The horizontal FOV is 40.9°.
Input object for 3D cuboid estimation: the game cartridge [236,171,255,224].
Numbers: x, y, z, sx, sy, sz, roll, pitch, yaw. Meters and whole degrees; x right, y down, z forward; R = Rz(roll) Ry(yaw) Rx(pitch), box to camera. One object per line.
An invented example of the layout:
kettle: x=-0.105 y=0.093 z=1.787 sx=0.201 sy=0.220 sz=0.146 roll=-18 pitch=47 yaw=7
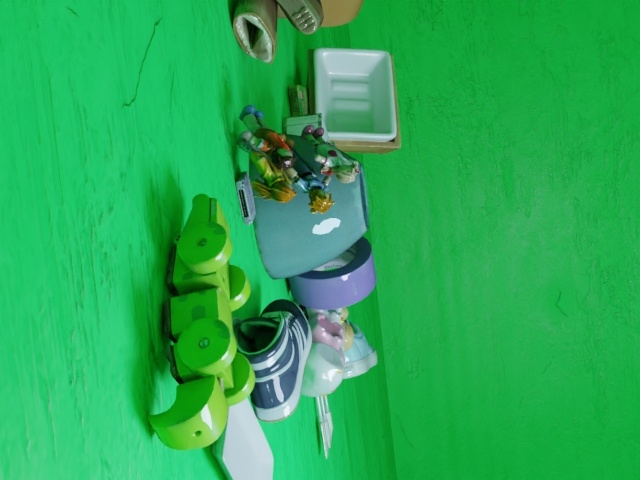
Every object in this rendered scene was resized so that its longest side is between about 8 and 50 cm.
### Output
game cartridge: x=-0.130 y=-0.075 z=1.497 sx=0.056 sy=0.017 sz=0.083 roll=-70 pitch=154 yaw=-63

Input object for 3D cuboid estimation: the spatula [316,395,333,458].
spatula: x=0.001 y=0.387 z=2.068 sx=0.168 sy=0.019 sz=0.242 roll=-10 pitch=90 yaw=-81

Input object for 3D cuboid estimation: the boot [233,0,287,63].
boot: x=-0.106 y=-0.449 z=1.688 sx=0.236 sy=0.089 sz=0.269 roll=53 pitch=29 yaw=-50

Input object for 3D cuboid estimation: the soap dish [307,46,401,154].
soap dish: x=0.081 y=-0.355 z=2.211 sx=0.118 sy=0.229 sz=0.291 roll=106 pitch=-16 yaw=-64

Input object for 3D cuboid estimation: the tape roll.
tape roll: x=0.022 y=0.061 z=1.826 sx=0.189 sy=0.189 sz=0.080 roll=-82 pitch=165 yaw=-57

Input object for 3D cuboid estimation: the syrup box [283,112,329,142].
syrup box: x=-0.032 y=-0.164 z=1.938 sx=0.096 sy=0.093 sz=0.237 roll=70 pitch=16 yaw=-59

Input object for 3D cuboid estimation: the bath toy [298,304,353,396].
bath toy: x=0.000 y=0.225 z=1.837 sx=0.151 sy=0.129 sz=0.348 roll=36 pitch=22 yaw=-12

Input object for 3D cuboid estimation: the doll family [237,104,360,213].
doll family: x=-0.047 y=-0.122 z=1.499 sx=0.263 sy=0.118 sz=0.163 roll=7 pitch=40 yaw=-49

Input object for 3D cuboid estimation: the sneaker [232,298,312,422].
sneaker: x=-0.080 y=0.146 z=1.406 sx=0.282 sy=0.099 sz=0.153 roll=-87 pitch=164 yaw=-58

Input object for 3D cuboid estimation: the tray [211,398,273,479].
tray: x=-0.116 y=0.325 z=1.280 sx=0.270 sy=0.030 sz=0.145 roll=75 pitch=12 yaw=-46

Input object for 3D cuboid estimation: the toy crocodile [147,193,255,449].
toy crocodile: x=-0.146 y=0.089 z=1.048 sx=0.115 sy=0.105 sz=0.340 roll=71 pitch=11 yaw=-55

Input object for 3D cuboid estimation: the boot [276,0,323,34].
boot: x=-0.072 y=-0.512 z=1.615 sx=0.248 sy=0.090 sz=0.207 roll=61 pitch=12 yaw=-27

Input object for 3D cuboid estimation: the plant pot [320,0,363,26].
plant pot: x=0.002 y=-0.625 z=1.955 sx=0.291 sy=0.291 sz=0.203 roll=-86 pitch=-176 yaw=-47

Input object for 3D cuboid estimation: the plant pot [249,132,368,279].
plant pot: x=-0.010 y=-0.077 z=1.689 sx=0.290 sy=0.195 sz=0.290 roll=-6 pitch=90 yaw=-82

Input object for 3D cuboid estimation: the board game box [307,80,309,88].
board game box: x=0.015 y=-0.407 z=2.456 sx=0.210 sy=0.047 sz=0.160 roll=-87 pitch=155 yaw=-43

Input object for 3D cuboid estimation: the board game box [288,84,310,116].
board game box: x=-0.042 y=-0.326 z=2.177 sx=0.259 sy=0.039 sz=0.124 roll=-54 pitch=137 yaw=-81

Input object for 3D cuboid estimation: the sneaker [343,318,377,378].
sneaker: x=0.071 y=0.260 z=2.206 sx=0.366 sy=0.135 sz=0.150 roll=30 pitch=50 yaw=-87
